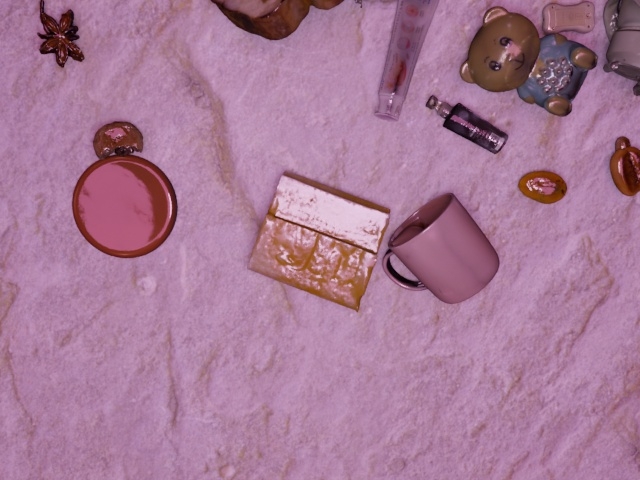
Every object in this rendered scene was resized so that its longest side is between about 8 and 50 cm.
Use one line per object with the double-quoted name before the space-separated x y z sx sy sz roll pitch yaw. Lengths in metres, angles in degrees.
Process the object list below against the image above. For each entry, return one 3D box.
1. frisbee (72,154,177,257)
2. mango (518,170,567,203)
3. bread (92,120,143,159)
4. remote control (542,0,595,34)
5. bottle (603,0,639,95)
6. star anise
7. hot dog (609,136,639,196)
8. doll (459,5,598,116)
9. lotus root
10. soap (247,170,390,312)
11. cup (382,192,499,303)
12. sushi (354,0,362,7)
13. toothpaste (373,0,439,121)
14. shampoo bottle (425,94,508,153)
"frisbee" -0.468 -0.080 1.482 0.251 0.021 0.250 0 97 -1
"mango" 0.536 -0.129 1.498 0.114 0.057 0.078 8 101 5
"bread" -0.468 -0.233 1.439 0.113 0.060 0.082 -9 82 -8
"remote control" 0.584 -0.523 1.461 0.122 0.032 0.074 -3 97 -3
"bottle" 0.758 -0.506 1.389 0.229 0.229 0.351 22 99 -5
"star anise" -0.602 -0.486 1.406 0.097 0.070 0.190 -13 97 -28
"hot dog" 0.741 -0.179 1.499 0.090 0.060 0.140 -26 104 -3
"doll" 0.462 -0.406 1.406 0.261 0.161 0.177 18 117 -6
"lotus root" -0.087 -0.631 1.330 0.391 0.111 0.374 -16 78 21
"soap" 0.000 0.000 1.455 0.281 0.143 0.259 19 93 1
"cup" 0.271 0.041 1.456 0.253 0.191 0.200 -35 102 32
"sushi" 0.130 -0.606 1.395 0.291 0.139 0.131 -17 103 10
"toothpaste" 0.195 -0.442 1.443 0.100 0.066 0.323 16 92 -3
"shampoo bottle" 0.342 -0.279 1.466 0.208 0.063 0.057 29 86 -5
